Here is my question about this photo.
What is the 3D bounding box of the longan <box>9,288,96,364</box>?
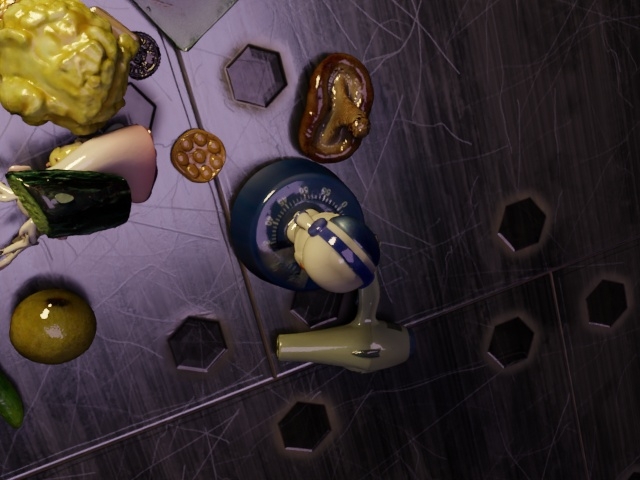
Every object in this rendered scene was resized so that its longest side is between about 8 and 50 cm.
[{"bbox_3d":[-0.510,0.171,1.659,0.155,0.176,0.145,22,52,-2],"label":"longan"}]

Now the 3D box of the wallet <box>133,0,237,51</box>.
[{"bbox_3d":[-0.321,-0.544,1.601,0.190,0.046,0.379,-46,112,-4],"label":"wallet"}]

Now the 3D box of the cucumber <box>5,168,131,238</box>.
[{"bbox_3d":[-0.406,-0.065,1.428,0.193,0.086,0.115,-5,86,-37],"label":"cucumber"}]

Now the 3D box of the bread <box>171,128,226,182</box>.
[{"bbox_3d":[-0.241,-0.167,1.728,0.110,0.024,0.110,-4,103,-20],"label":"bread"}]

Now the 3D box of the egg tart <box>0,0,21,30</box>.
[{"bbox_3d":[-0.603,-0.463,1.496,0.234,0.094,0.234,-4,101,-21],"label":"egg tart"}]

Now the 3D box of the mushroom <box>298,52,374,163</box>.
[{"bbox_3d":[0.055,-0.255,1.706,0.148,0.217,0.227,4,99,-19],"label":"mushroom"}]

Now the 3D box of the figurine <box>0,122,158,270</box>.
[{"bbox_3d":[-0.481,-0.081,1.570,0.316,0.284,0.206,-23,100,-39],"label":"figurine"}]

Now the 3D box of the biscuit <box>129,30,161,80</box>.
[{"bbox_3d":[-0.345,-0.351,1.647,0.089,0.027,0.087,32,90,-23],"label":"biscuit"}]

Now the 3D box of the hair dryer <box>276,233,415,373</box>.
[{"bbox_3d":[0.033,0.166,1.864,0.296,0.119,0.298,-21,104,-5],"label":"hair dryer"}]

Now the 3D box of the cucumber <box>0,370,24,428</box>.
[{"bbox_3d":[-0.643,0.263,1.669,0.056,0.056,0.250,-35,114,-9],"label":"cucumber"}]

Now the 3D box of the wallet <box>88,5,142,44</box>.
[{"bbox_3d":[-0.417,-0.345,1.606,0.118,0.039,0.152,34,100,-13],"label":"wallet"}]

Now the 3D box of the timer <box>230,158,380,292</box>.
[{"bbox_3d":[0.000,0.000,1.658,0.270,0.383,0.270,-5,104,-19],"label":"timer"}]

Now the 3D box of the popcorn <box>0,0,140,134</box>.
[{"bbox_3d":[-0.440,-0.302,1.503,0.255,0.195,0.256,-26,121,1],"label":"popcorn"}]
